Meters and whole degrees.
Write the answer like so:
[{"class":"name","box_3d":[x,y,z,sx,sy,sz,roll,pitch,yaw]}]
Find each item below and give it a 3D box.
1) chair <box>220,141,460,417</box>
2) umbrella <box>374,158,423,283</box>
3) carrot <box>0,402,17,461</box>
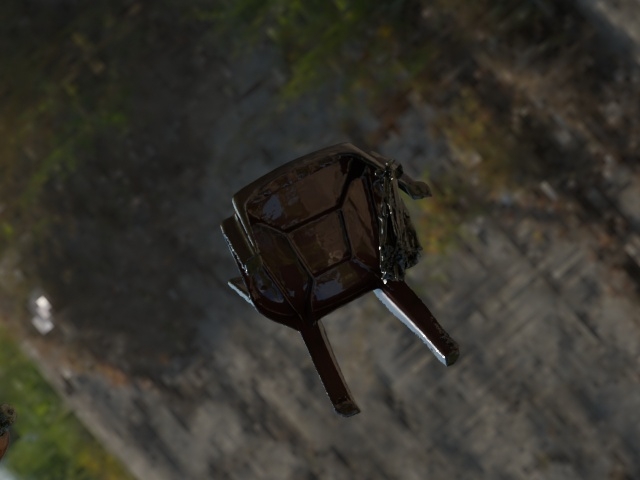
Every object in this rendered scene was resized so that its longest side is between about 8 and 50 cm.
[{"class":"chair","box_3d":[0.000,0.000,1.609,0.183,0.175,0.326,68,172,-26]},{"class":"umbrella","box_3d":[0.035,-0.008,0.847,0.083,0.020,0.031,-99,5,-48]},{"class":"carrot","box_3d":[-0.412,0.265,1.787,0.069,0.336,0.069,36,-152,-23]}]
